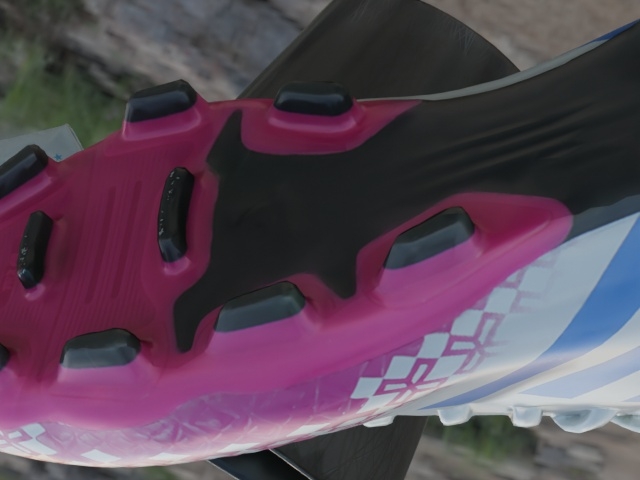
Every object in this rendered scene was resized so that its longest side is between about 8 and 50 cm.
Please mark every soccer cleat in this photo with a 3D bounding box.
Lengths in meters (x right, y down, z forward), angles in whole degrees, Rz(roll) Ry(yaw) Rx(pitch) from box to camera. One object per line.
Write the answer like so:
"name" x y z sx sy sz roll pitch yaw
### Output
"soccer cleat" 0.051 0.015 0.460 0.331 0.116 0.143 -16 134 13

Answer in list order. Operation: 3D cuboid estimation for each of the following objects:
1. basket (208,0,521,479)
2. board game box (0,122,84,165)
"basket" 0.000 0.000 0.826 0.204 0.227 0.154 33 164 -2
"board game box" -0.290 0.064 1.042 0.303 0.097 0.224 -16 148 -29
